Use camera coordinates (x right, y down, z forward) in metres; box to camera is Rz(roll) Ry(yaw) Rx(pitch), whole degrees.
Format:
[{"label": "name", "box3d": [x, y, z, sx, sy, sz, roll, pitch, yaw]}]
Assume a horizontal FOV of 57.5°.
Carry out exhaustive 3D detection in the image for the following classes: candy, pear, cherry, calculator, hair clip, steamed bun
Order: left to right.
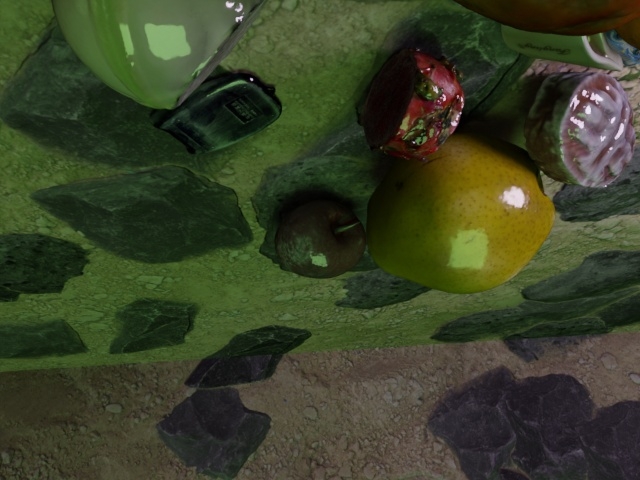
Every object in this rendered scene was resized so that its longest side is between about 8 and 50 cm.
[{"label": "steamed bun", "box3d": [-0.237, -0.354, 0.785, 0.310, 0.309, 0.309, -3, 152, -2]}, {"label": "calculator", "box3d": [-0.208, -0.260, 1.208, 0.268, 0.040, 0.177, -22, 150, 22]}, {"label": "cherry", "box3d": [0.000, 0.000, 1.538, 0.236, 0.212, 0.285, 30, 147, -34]}, {"label": "pear", "box3d": [0.302, -0.057, 1.318, 0.419, 0.362, 0.362, -14, 151, 26]}, {"label": "hair clip", "box3d": [0.390, -0.364, 0.968, 0.173, 0.113, 0.282, 28, 164, 40]}, {"label": "candy", "box3d": [0.531, -0.224, 1.199, 0.290, 0.214, 0.157, 26, 179, -40]}]

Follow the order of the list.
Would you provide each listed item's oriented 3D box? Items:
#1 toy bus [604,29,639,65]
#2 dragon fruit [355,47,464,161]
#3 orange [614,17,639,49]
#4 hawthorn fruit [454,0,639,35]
[{"label": "toy bus", "box3d": [0.557, -0.377, 1.080, 0.153, 0.051, 0.061, 17, 158, -35]}, {"label": "dragon fruit", "box3d": [0.180, -0.253, 1.118, 0.147, 0.210, 0.282, 14, 174, -19]}, {"label": "orange", "box3d": [0.572, -0.404, 0.900, 0.240, 0.171, 0.240, -1, 156, -1]}, {"label": "hawthorn fruit", "box3d": [0.278, -0.406, 0.630, 0.403, 0.402, 0.402, -3, 152, -2]}]
